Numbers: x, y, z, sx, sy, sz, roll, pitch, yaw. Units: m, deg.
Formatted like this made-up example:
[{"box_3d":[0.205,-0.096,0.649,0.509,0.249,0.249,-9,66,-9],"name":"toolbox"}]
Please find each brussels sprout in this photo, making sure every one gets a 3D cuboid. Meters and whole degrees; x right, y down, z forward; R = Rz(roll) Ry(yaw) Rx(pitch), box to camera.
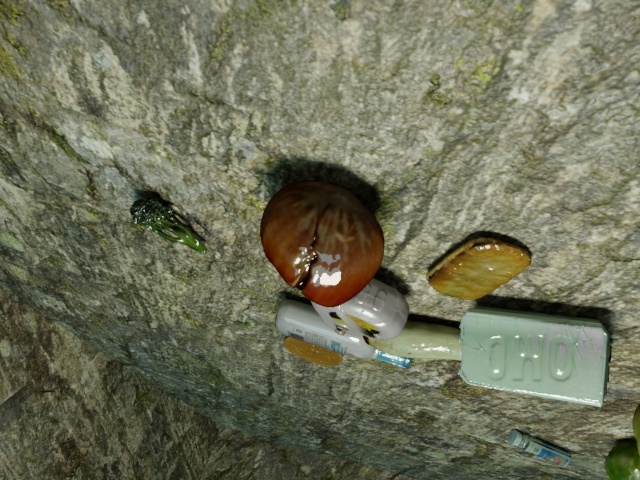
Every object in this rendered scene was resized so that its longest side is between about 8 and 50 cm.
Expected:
[{"box_3d":[0.825,0.592,1.679,0.162,0.143,0.180,-16,137,-4],"name":"brussels sprout"}]

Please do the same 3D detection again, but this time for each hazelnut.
[{"box_3d":[-0.001,0.002,1.061,0.212,0.181,0.181,30,175,2],"name":"hazelnut"}]

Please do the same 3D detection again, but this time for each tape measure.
[{"box_3d":[0.082,0.134,1.321,0.197,0.120,0.236,15,160,23],"name":"tape measure"}]

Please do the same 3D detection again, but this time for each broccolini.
[{"box_3d":[-0.316,-0.033,1.369,0.091,0.068,0.203,-25,147,18],"name":"broccolini"}]

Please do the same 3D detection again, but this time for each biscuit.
[{"box_3d":[0.271,0.052,1.135,0.119,0.028,0.247,17,155,-9],"name":"biscuit"},{"box_3d":[-0.013,0.280,1.765,0.171,0.050,0.170,14,146,10],"name":"biscuit"}]

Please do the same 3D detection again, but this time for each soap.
[{"box_3d":[0.392,0.207,1.198,0.262,0.150,0.094,4,177,27],"name":"soap"}]

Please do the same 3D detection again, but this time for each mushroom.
[{"box_3d":[0.252,0.221,1.416,0.334,0.087,0.107,5,174,19],"name":"mushroom"}]

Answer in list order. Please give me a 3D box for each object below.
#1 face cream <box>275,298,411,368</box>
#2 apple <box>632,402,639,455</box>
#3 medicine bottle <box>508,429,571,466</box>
[{"box_3d":[0.058,0.231,1.574,0.337,0.080,0.163,16,158,7],"name":"face cream"},{"box_3d":[0.725,0.390,1.209,0.279,0.279,0.279,16,154,8],"name":"apple"},{"box_3d":[0.663,0.628,1.961,0.191,0.051,0.051,24,154,-7],"name":"medicine bottle"}]
